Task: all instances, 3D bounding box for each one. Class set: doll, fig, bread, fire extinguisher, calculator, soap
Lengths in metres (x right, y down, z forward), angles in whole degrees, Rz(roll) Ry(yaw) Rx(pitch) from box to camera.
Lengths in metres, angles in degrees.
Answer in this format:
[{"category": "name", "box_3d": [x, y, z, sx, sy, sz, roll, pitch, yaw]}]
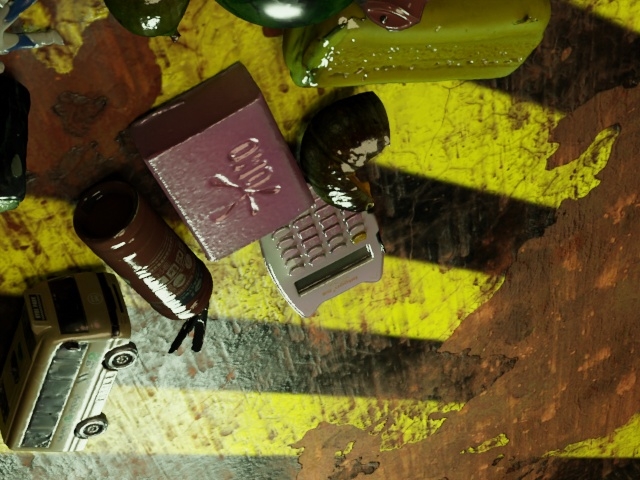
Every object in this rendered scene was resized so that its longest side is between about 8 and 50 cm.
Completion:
[{"category": "doll", "box_3d": [-0.383, -0.216, 1.276, 0.227, 0.057, 0.114, -27, 151, -33]}, {"category": "fig", "box_3d": [-0.196, -0.281, 1.345, 0.117, 0.117, 0.177, -24, 165, -10]}, {"category": "bread", "box_3d": [0.128, -0.286, 1.543, 0.384, 0.112, 0.166, -7, 153, -28]}, {"category": "fire extinguisher", "box_3d": [-0.235, 0.057, 1.673, 0.138, 0.102, 0.344, -64, 149, -20]}, {"category": "calculator", "box_3d": [0.000, -0.001, 1.849, 0.194, 0.043, 0.294, -27, 140, -6]}, {"category": "soap", "box_3d": [-0.129, -0.101, 1.602, 0.181, 0.081, 0.259, -29, 143, -3]}]

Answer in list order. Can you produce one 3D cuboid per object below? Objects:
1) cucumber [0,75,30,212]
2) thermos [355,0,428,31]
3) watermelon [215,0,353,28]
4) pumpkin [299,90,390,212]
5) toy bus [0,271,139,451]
[{"category": "cucumber", "box_3d": [-0.376, -0.099, 1.340, 0.086, 0.193, 0.115, -17, 146, 27]}, {"category": "thermos", "box_3d": [0.161, -0.393, 1.368, 0.136, 0.109, 0.330, 23, 101, -36]}, {"category": "watermelon", "box_3d": [-0.041, -0.350, 1.249, 0.242, 0.242, 0.242, -20, 142, -16]}, {"category": "pumpkin", "box_3d": [0.026, -0.120, 1.661, 0.108, 0.119, 0.183, -12, 133, -24]}, {"category": "toy bus", "box_3d": [-0.379, 0.180, 1.704, 0.157, 0.139, 0.289, 2, 136, -30]}]
